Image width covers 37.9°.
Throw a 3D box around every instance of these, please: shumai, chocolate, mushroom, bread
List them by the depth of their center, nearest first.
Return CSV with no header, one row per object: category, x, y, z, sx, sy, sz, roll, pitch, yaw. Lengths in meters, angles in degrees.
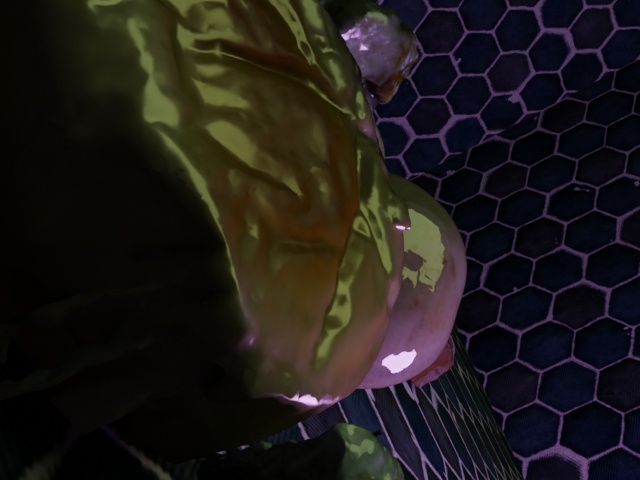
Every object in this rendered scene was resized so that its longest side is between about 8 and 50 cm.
bread,-0.100,-0.086,0.464,0.236,0.183,0.389,-2,73,-59
mushroom,0.033,0.027,0.879,0.206,0.206,0.209,58,-12,-26
shumai,-0.034,-0.168,1.204,0.309,0.304,0.263,13,83,-73
chocolate,0.138,0.129,1.441,0.214,0.093,0.148,49,17,-57

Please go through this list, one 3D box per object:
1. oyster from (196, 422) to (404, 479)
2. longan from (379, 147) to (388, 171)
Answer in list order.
oyster,0.023,0.190,0.456,0.162,0.158,0.351,27,-28,33
longan,-0.027,-0.010,0.652,0.189,0.189,0.189,60,9,-16
